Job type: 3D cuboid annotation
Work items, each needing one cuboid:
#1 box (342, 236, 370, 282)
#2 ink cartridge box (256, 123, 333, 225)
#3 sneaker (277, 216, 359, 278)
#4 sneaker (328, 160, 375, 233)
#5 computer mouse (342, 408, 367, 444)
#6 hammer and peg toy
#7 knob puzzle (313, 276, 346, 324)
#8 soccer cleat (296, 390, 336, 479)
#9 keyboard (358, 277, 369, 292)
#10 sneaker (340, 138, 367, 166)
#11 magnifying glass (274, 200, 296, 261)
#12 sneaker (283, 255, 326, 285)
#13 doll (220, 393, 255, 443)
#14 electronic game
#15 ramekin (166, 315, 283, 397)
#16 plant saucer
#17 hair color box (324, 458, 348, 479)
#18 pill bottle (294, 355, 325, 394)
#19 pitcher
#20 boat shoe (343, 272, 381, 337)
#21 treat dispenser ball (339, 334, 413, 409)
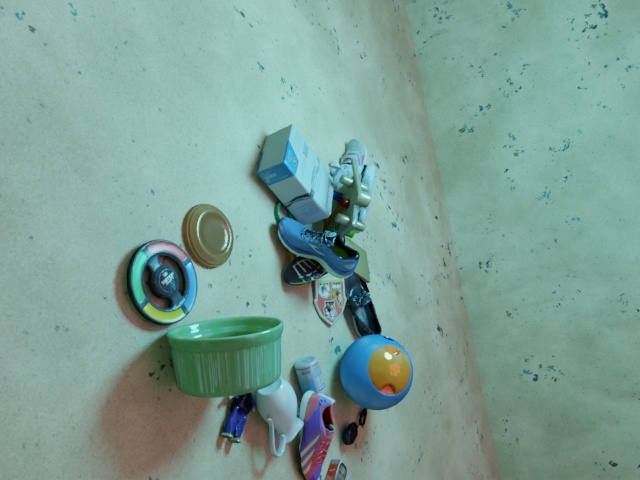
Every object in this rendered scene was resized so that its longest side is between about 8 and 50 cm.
[{"bbox_3d":[0.161,0.086,2.290,0.201,0.021,0.164,35,42,-48],"label":"box"},{"bbox_3d":[-0.085,-0.241,1.912,0.307,0.129,0.223,49,33,-37],"label":"ink cartridge box"},{"bbox_3d":[0.000,0.000,1.833,0.330,0.147,0.130,29,45,-5],"label":"sneaker"},{"bbox_3d":[0.116,-0.196,2.244,0.366,0.210,0.137,96,12,-45],"label":"sneaker"},{"bbox_3d":[0.136,0.739,2.032,0.242,0.041,0.071,-21,106,-65],"label":"computer mouse"},{"bbox_3d":[0.109,-0.137,1.999,0.127,0.361,0.266,20,57,-21],"label":"hammer and peg toy"},{"bbox_3d":[0.046,0.241,2.029,0.213,0.030,0.213,7,81,-47],"label":"knob puzzle"},{"bbox_3d":[-0.008,0.668,1.703,0.108,0.116,0.318,-9,101,-62],"label":"soccer cleat"},{"bbox_3d":[0.155,0.185,2.272,0.192,0.038,0.100,39,24,-44],"label":"keyboard"},{"bbox_3d":[0.153,-0.374,2.388,0.111,0.103,0.252,31,53,-52],"label":"sneaker"},{"bbox_3d":[-0.123,-0.035,1.896,0.092,0.026,0.231,-7,86,-59],"label":"magnifying glass"},{"bbox_3d":[-0.023,0.108,1.922,0.300,0.121,0.111,-22,67,-40],"label":"sneaker"},{"bbox_3d":[-0.239,0.490,1.499,0.129,0.046,0.189,51,40,-38],"label":"doll"},{"bbox_3d":[-0.415,0.110,1.350,0.229,0.048,0.229,26,58,-52],"label":"electronic game"},{"bbox_3d":[-0.243,0.298,1.332,0.303,0.303,0.148,-6,92,-59],"label":"ramekin"},{"bbox_3d":[-0.330,-0.017,1.543,0.200,0.037,0.200,28,56,-51],"label":"plant saucer"},{"bbox_3d":[0.050,0.872,1.830,0.072,0.043,0.141,59,35,-26],"label":"hair color box"},{"bbox_3d":[-0.032,0.498,1.790,0.087,0.087,0.160,-23,100,-58],"label":"pill bottle"},{"bbox_3d":[-0.134,0.543,1.573,0.178,0.125,0.207,-64,142,-58],"label":"pitcher"},{"bbox_3d":[0.173,0.271,2.155,0.127,0.113,0.340,-27,106,-35],"label":"boat shoe"},{"bbox_3d":[0.218,0.515,1.997,0.288,0.288,0.288,27,57,-52],"label":"treat dispenser ball"}]
